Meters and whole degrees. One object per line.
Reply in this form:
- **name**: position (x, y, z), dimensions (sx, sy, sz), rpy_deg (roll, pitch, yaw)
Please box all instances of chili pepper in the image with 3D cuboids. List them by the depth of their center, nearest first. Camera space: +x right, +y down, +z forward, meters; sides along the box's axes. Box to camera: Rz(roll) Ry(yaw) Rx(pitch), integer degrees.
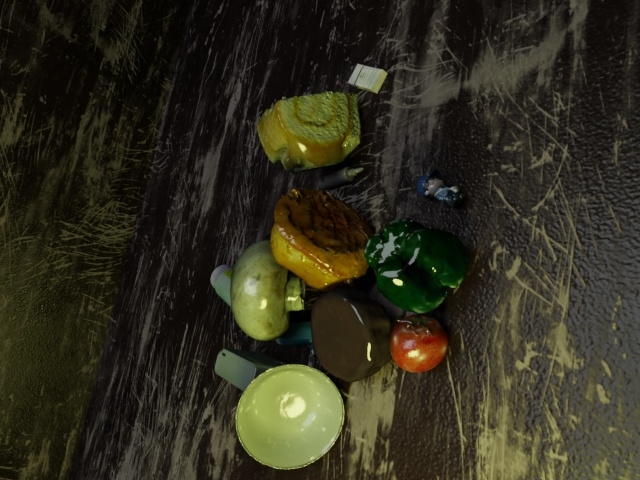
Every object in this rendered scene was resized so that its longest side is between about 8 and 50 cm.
- **chili pepper**: position (0.257, 0.063, 1.265), dimensions (0.248, 0.257, 0.233), rpy_deg (-55, 41, 4)

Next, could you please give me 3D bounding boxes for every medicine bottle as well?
- **medicine bottle**: position (-0.060, 0.349, 1.609), dimensions (0.258, 0.079, 0.124), rpy_deg (-12, 65, 43)
- **medicine bottle**: position (0.082, -0.239, 1.698), dimensions (0.199, 0.058, 0.057), rpy_deg (-16, 65, 41)
- **medicine bottle**: position (-0.365, 0.199, 1.932), dimensions (0.225, 0.139, 0.139), rpy_deg (29, 96, 47)

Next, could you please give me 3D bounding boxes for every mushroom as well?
- **mushroom**: position (-0.184, 0.172, 1.592), dimensions (0.260, 0.352, 0.352), rpy_deg (-1, 69, -1)

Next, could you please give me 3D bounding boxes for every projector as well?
- **projector**: position (-0.235, 0.478, 1.653), dimensions (0.250, 0.198, 0.108), rpy_deg (6, 80, 47)

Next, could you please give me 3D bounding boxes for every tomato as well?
- **tomato**: position (0.268, 0.287, 1.254), dimensions (0.167, 0.167, 0.167), rpy_deg (-18, 63, 41)

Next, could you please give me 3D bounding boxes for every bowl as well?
- **bowl**: position (-0.105, 0.539, 1.474), dimensions (0.157, 0.337, 0.337), rpy_deg (-159, 89, -79)

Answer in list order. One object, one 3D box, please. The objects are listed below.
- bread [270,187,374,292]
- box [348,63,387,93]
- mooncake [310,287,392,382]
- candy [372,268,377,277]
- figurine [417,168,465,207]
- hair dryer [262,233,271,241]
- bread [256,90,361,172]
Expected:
- **bread**: position (-0.002, -0.002, 1.483), dimensions (0.204, 0.358, 0.337), rpy_deg (-53, 0, 35)
- **box**: position (0.179, -0.624, 1.753), dimensions (0.154, 0.040, 0.084), rpy_deg (38, 105, 47)
- **mooncake**: position (0.095, 0.280, 1.392), dimensions (0.283, 0.141, 0.283), rpy_deg (10, 104, 45)
- **candy**: position (0.214, 0.086, 1.453), dimensions (0.103, 0.043, 0.103), rpy_deg (-19, 62, 41)
- **figurine**: position (0.363, -0.151, 1.375), dimensions (0.149, 0.086, 0.087), rpy_deg (42, 147, 33)
- **hair dryer**: position (-0.137, 0.109, 1.777), dimensions (0.197, 0.089, 0.251), rpy_deg (7, 95, 34)
- **bread**: position (-0.008, -0.388, 1.687), dimensions (0.239, 0.395, 0.264), rpy_deg (-25, 82, 59)
